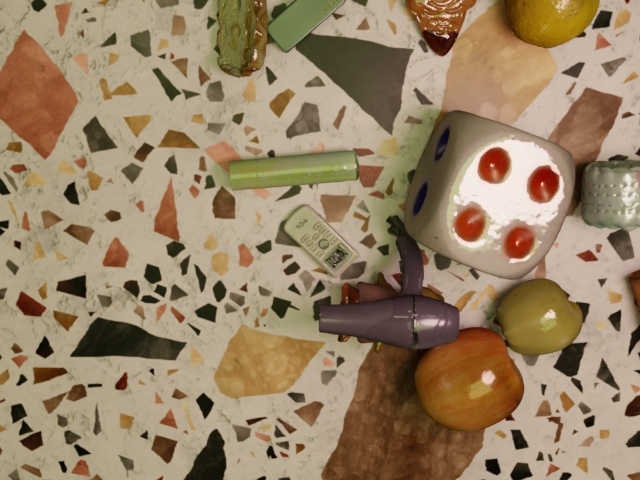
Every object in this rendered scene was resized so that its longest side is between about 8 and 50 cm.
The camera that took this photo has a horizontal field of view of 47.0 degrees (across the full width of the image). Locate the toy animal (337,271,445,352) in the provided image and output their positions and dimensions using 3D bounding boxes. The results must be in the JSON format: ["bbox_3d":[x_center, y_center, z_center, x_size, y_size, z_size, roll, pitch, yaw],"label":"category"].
[{"bbox_3d":[0.188,0.174,1.758,0.281,0.169,0.195,6,79,-4],"label":"toy animal"}]

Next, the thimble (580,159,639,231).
[{"bbox_3d":[0.717,-0.108,1.706,0.211,0.185,0.149,2,102,22],"label":"thimble"}]

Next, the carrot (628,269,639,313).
[{"bbox_3d":[0.867,0.178,1.804,0.196,0.196,0.254,-25,91,3],"label":"carrot"}]

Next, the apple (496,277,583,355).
[{"bbox_3d":[0.525,0.184,1.768,0.200,0.200,0.200,-1,102,-2],"label":"apple"}]

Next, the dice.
[{"bbox_3d":[0.365,-0.105,1.635,0.277,0.304,0.304,21,100,-6],"label":"dice"}]

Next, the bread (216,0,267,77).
[{"bbox_3d":[-0.171,-0.481,1.643,0.128,0.088,0.231,8,100,33],"label":"bread"}]

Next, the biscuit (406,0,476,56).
[{"bbox_3d":[0.269,-0.552,1.645,0.183,0.043,0.280,-3,112,0],"label":"biscuit"}]

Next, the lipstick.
[{"bbox_3d":[-0.060,-0.164,1.722,0.304,0.076,0.076,-4,102,-2],"label":"lipstick"}]

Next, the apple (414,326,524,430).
[{"bbox_3d":[0.357,0.341,1.781,0.241,0.242,0.242,-25,102,13],"label":"apple"}]

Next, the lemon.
[{"bbox_3d":[0.506,-0.523,1.602,0.192,0.231,0.192,6,71,-19],"label":"lemon"}]

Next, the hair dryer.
[{"bbox_3d":[0.157,0.085,1.675,0.301,0.361,0.121,3,138,4],"label":"hair dryer"}]

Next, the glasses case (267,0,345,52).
[{"bbox_3d":[-0.034,-0.512,1.666,0.184,0.039,0.078,-40,101,6],"label":"glasses case"}]

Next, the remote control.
[{"bbox_3d":[0.000,0.000,1.782,0.087,0.029,0.190,-44,100,6],"label":"remote control"}]
